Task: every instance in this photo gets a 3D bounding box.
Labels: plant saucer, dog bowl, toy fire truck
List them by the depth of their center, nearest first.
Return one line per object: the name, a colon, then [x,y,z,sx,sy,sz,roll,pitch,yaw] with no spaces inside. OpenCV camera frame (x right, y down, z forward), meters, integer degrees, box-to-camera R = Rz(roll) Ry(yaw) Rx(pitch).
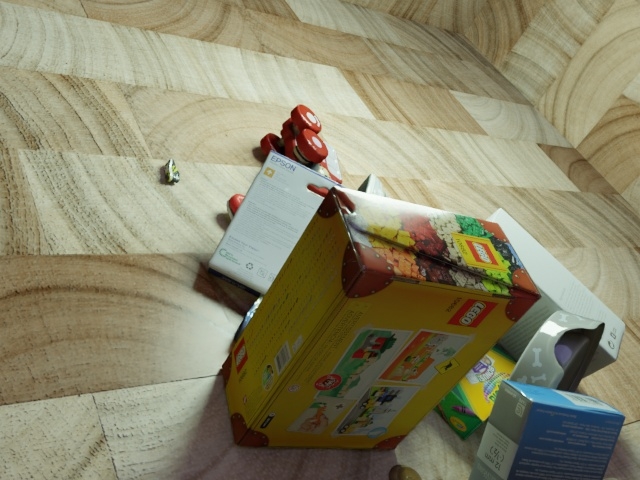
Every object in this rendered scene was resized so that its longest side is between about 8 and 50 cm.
plant saucer: [0.177,0.486,1.407,0.083,0.015,0.083,21,36,-17]
dog bowl: [0.529,0.318,1.624,0.102,0.349,0.348,29,30,29]
toy fire truck: [-0.024,-0.226,2.021,0.253,0.169,0.302,32,30,-35]

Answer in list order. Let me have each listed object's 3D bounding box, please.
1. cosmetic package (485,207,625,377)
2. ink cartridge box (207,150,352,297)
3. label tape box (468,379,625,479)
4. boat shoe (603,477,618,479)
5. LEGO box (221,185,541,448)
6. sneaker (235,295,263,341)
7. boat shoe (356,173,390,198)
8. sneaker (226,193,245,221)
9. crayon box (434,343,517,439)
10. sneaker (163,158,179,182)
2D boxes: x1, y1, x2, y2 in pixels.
cosmetic package: [0.543,0.163,1.840,0.453,0.230,0.161,43,43,0]
ink cartridge box: [-0.047,0.000,1.635,0.324,0.071,0.330,27,66,-2]
label tape box: [0.436,0.475,1.411,0.249,0.348,0.115,14,9,-23]
boat shoe: [0.630,0.589,1.603,0.170,0.063,0.059,-2,49,-27]
LEGO box: [0.088,0.174,1.292,0.372,0.500,0.193,11,40,-29]
sneaker: [-0.136,0.176,1.510,0.059,0.053,0.144,36,35,1]
boat shoe: [0.141,-0.063,1.978,0.103,0.118,0.320,28,38,-18]
sneaker: [-0.109,-0.036,1.734,0.279,0.118,0.107,40,33,10]
crayon box: [0.366,0.338,1.680,0.165,0.081,0.278,45,36,18]
sneaker: [-0.377,-0.174,1.778,0.035,0.031,0.083,26,37,-33]
